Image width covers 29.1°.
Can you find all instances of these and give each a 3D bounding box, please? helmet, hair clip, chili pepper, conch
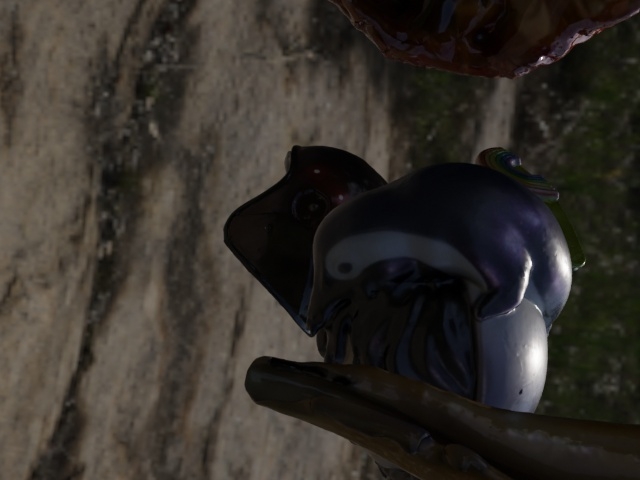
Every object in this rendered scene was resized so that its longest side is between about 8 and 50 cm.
[{"bbox_3d":[0.000,0.000,1.374,0.189,0.193,0.216,52,38,-71],"label":"helmet"},{"bbox_3d":[0.206,-0.039,1.223,0.060,0.188,0.033,-4,131,-27],"label":"hair clip"},{"bbox_3d":[0.150,-0.214,0.801,0.305,0.251,0.229,-54,150,-48],"label":"chili pepper"},{"bbox_3d":[0.128,0.110,0.479,0.093,0.330,0.109,102,1,-53],"label":"conch"}]

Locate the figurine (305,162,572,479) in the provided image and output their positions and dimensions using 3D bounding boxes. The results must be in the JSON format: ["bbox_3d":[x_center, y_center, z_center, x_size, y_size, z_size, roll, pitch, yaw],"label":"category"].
[{"bbox_3d":[0.072,0.068,0.662,0.145,0.145,0.222,-49,131,-54],"label":"figurine"}]
